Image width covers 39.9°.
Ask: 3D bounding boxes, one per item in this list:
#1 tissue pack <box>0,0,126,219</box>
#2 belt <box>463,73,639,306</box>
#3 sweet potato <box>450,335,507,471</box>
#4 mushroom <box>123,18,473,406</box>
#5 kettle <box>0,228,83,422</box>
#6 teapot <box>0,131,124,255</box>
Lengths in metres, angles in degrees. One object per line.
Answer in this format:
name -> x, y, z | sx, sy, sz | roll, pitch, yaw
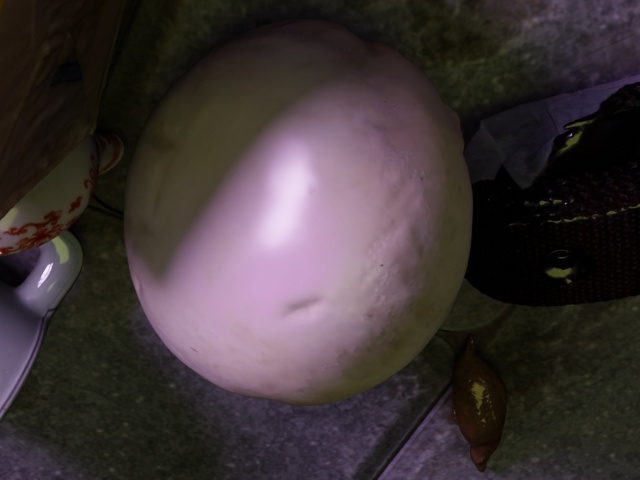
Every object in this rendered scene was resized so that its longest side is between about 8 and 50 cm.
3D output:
tissue pack -> -0.328, -0.210, 0.561 | 0.382, 0.228, 0.293 | 24, 124, -3
belt -> 0.254, -0.056, 0.789 | 0.289, 0.184, 0.164 | -15, 133, 3
sweet potato -> 0.190, 0.215, 1.046 | 0.068, 0.068, 0.226 | -11, 125, 3
mushroom -> -0.028, 0.002, 0.750 | 0.315, 0.315, 0.356 | 1, 131, -5
kettle -> -0.423, 0.037, 0.818 | 0.318, 0.265, 0.205 | 40, 145, -26
teapot -> -0.283, -0.056, 0.745 | 0.245, 0.159, 0.116 | -26, 165, -18
